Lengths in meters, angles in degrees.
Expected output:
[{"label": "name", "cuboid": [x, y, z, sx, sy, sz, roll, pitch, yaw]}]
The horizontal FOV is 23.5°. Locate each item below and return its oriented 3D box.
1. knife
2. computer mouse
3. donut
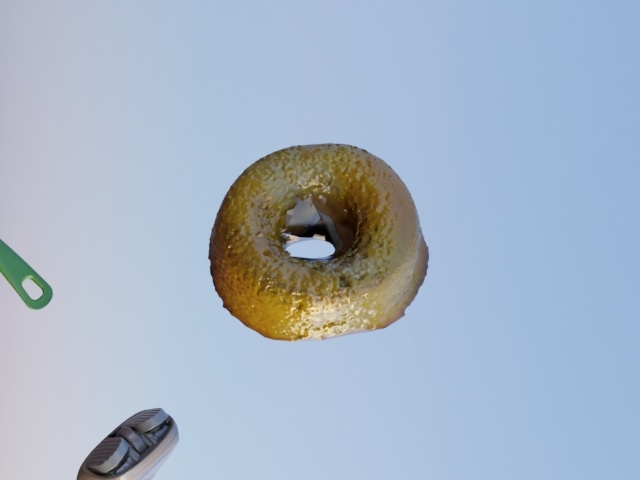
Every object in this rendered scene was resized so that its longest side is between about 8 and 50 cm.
[{"label": "knife", "cuboid": [-0.306, 0.001, 1.379, 0.166, 0.078, 0.022, 42, -29, 4]}, {"label": "computer mouse", "cuboid": [-0.269, 0.303, 2.126, 0.082, 0.145, 0.236, 45, -25, 6]}, {"label": "donut", "cuboid": [-0.003, 0.000, 1.728, 0.118, 0.253, 0.253, 102, -18, -57]}]
